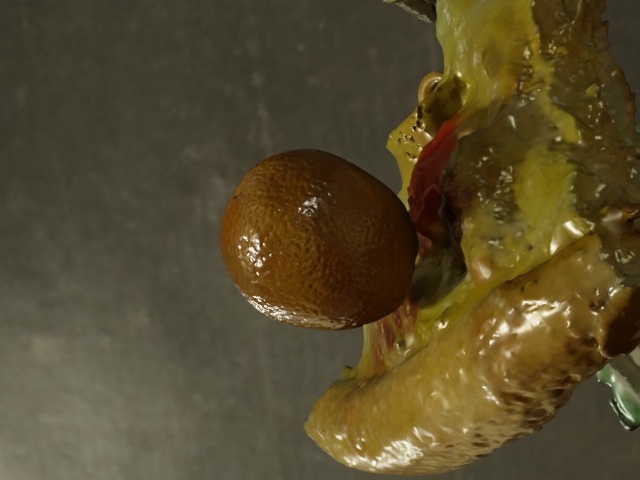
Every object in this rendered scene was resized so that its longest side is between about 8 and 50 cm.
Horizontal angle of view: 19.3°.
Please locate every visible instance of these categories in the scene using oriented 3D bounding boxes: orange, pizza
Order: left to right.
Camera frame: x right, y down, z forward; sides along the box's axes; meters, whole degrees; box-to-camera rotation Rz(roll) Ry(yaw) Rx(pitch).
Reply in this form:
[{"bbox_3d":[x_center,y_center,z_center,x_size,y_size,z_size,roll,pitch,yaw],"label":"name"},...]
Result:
[{"bbox_3d":[0.000,0.000,0.780,0.085,0.085,0.085,11,131,12],"label":"orange"},{"bbox_3d":[0.068,-0.034,0.850,0.075,0.287,0.280,17,148,-17],"label":"pizza"}]

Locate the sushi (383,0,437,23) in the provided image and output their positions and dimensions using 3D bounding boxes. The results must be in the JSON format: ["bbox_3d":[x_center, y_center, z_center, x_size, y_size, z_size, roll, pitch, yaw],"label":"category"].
[{"bbox_3d":[0.118,-0.239,1.328,0.184,0.139,0.274,6,177,-28],"label":"sushi"}]

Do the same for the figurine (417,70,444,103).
[{"bbox_3d":[0.153,-0.105,1.769,0.176,0.121,0.122,14,130,54],"label":"figurine"}]

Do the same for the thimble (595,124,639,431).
[{"bbox_3d":[0.253,0.016,1.106,0.219,0.150,0.219,27,127,44],"label":"thimble"}]
